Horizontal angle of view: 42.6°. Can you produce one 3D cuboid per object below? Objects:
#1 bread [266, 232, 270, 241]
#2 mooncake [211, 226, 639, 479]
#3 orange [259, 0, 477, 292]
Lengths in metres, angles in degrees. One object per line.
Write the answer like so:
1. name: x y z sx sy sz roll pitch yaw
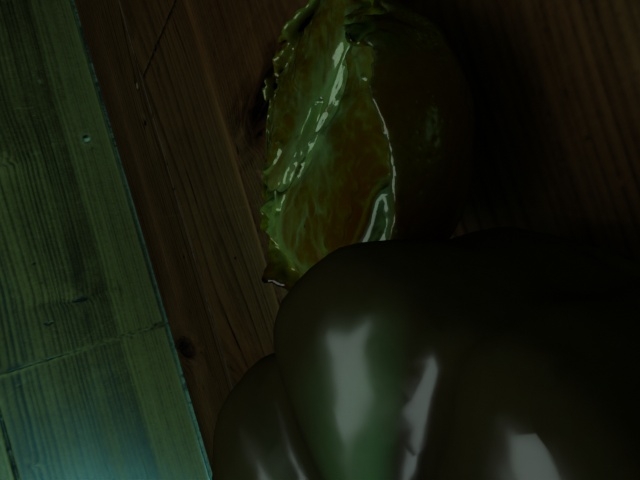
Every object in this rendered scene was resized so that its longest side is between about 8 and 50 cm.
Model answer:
1. bread: 0.000 0.000 1.107 0.245 0.094 0.102 48 140 48
2. mooncake: 0.119 0.221 0.578 0.467 0.262 0.466 12 106 48
3. orange: 0.044 -0.098 0.785 0.334 0.196 0.262 -103 16 -62
